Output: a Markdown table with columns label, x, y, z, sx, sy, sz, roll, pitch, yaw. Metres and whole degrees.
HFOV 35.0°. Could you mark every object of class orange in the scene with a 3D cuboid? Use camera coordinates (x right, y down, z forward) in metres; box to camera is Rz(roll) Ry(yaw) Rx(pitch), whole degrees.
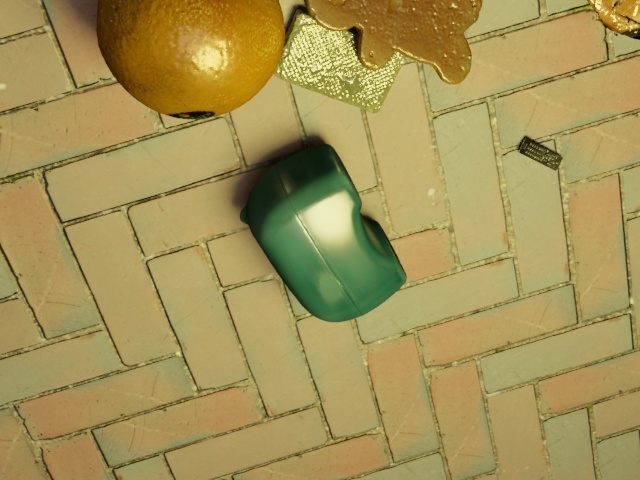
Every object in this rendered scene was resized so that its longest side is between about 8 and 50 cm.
| label | x | y | z | sx | sy | sz | roll | pitch | yaw |
| --- | --- | --- | --- | --- | --- | --- | --- | --- | --- |
| orange | -0.188 | -0.310 | 1.484 | 0.274 | 0.274 | 0.274 | -5 | 121 | -9 |

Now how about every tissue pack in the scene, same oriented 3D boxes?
| label | x | y | z | sx | sy | sz | roll | pitch | yaw |
| --- | --- | --- | --- | --- | --- | --- | --- | --- | --- |
| tissue pack | 0.000 | 0.000 | 1.741 | 0.206 | 0.198 | 0.287 | -31 | 124 | 5 |

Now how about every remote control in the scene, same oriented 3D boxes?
| label | x | y | z | sx | sy | sz | roll | pitch | yaw |
| --- | --- | --- | --- | --- | --- | --- | --- | --- | --- |
| remote control | 0.397 | -0.157 | 1.839 | 0.091 | 0.016 | 0.034 | 24 | 97 | -24 |

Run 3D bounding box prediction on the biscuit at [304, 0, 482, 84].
| label | x | y | z | sx | sy | sz | roll | pitch | yaw |
| --- | --- | --- | --- | --- | --- | --- | --- | --- | --- |
| biscuit | 0.115 | -0.366 | 1.622 | 0.302 | 0.049 | 0.197 | 9 | 97 | -20 |

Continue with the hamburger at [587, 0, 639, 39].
| label | x | y | z | sx | sy | sz | roll | pitch | yaw |
| --- | --- | --- | --- | --- | --- | --- | --- | --- | --- |
| hamburger | 0.523 | -0.443 | 1.646 | 0.231 | 0.107 | 0.231 | -3 | 122 | -5 |

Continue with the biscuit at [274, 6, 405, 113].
| label | x | y | z | sx | sy | sz | roll | pitch | yaw |
| --- | --- | --- | --- | --- | --- | --- | --- | --- | --- |
| biscuit | 0.030 | -0.292 | 1.669 | 0.199 | 0.040 | 0.121 | 16 | 117 | -21 |
